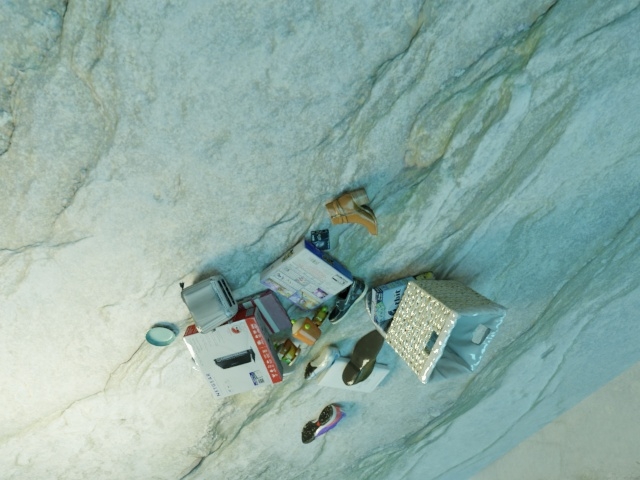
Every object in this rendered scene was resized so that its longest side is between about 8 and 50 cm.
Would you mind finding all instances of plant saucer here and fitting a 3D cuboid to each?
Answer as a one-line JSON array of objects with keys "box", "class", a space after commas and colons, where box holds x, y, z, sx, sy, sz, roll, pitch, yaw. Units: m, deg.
[{"box": [-0.665, 0.395, 1.738, 0.120, 0.021, 0.119, -5, 127, -7], "class": "plant saucer"}]

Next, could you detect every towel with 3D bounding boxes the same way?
[{"box": [-0.309, 0.336, 1.747, 0.330, 0.037, 0.236, -19, 128, 6], "class": "towel"}]

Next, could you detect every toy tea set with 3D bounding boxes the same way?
[{"box": [-0.107, 0.398, 1.754, 0.124, 0.200, 0.336, 38, 116, -4], "class": "toy tea set"}]

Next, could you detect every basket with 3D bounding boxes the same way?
[{"box": [0.494, 0.344, 1.669, 0.332, 0.266, 0.327, 3, 115, -35], "class": "basket"}]

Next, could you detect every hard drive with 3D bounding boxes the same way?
[{"box": [0.163, 0.671, 2.081, 0.308, 0.040, 0.202, 17, 122, -21], "class": "hard drive"}]

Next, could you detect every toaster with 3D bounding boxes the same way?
[{"box": [-0.414, 0.225, 1.564, 0.147, 0.129, 0.226, -27, 89, 5], "class": "toaster"}]

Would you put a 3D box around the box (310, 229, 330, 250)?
[{"box": [0.000, 0.000, 1.554, 0.067, 0.018, 0.083, -7, 128, -5], "class": "box"}]

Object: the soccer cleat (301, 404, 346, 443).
[{"box": [0.012, 1.014, 2.279, 0.117, 0.108, 0.318, 24, 117, -30], "class": "soccer cleat"}]

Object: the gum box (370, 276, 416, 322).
[{"box": [0.296, 0.240, 1.690, 0.185, 0.041, 0.156, -15, 125, -20], "class": "gum box"}]

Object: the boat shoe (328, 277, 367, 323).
[{"box": [0.097, 0.250, 1.728, 0.079, 0.084, 0.233, 29, 114, -18], "class": "boat shoe"}]

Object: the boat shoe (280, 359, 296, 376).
[{"box": [-0.218, 0.616, 1.955, 0.220, 0.077, 0.070, -8, 127, 6], "class": "boat shoe"}]

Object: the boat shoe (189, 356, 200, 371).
[{"box": [-0.415, 0.537, 1.840, 0.302, 0.108, 0.102, 20, 104, -15], "class": "boat shoe"}]

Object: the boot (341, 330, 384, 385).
[{"box": [0.218, 0.548, 1.956, 0.115, 0.112, 0.305, 15, 111, -41], "class": "boot"}]

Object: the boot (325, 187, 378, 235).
[{"box": [0.114, -0.081, 1.483, 0.153, 0.073, 0.197, -22, 115, 6], "class": "boot"}]

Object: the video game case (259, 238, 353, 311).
[{"box": [-0.054, 0.143, 1.617, 0.244, 0.061, 0.270, -37, 124, 24], "class": "video game case"}]

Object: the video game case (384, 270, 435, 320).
[{"box": [0.393, 0.251, 1.799, 0.211, 0.041, 0.231, -15, 128, 1], "class": "video game case"}]

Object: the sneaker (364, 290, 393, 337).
[{"box": [0.251, 0.335, 1.803, 0.105, 0.115, 0.281, -35, 111, -21], "class": "sneaker"}]

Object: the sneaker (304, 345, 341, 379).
[{"box": [0.005, 0.585, 1.960, 0.086, 0.085, 0.237, 30, 118, -23], "class": "sneaker"}]

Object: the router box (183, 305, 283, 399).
[{"box": [-0.346, 0.464, 1.707, 0.302, 0.082, 0.335, -18, 112, 4], "class": "router box"}]
